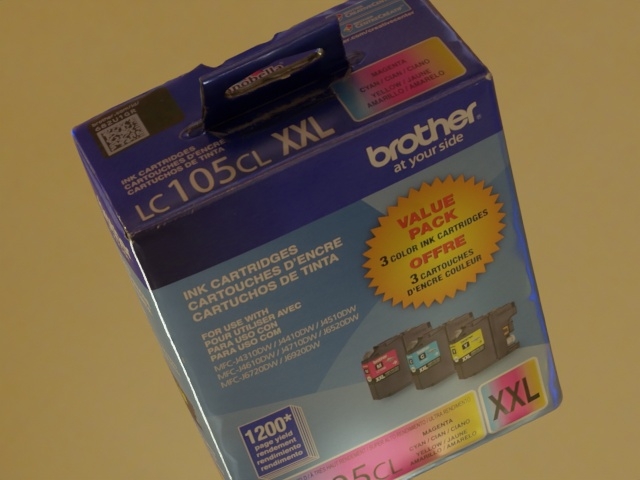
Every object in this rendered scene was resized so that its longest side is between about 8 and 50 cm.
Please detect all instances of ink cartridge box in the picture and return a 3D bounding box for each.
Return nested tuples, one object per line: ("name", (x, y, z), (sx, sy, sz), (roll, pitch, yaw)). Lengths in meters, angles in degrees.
("ink cartridge box", (0.000, 0.000, 1.288), (0.151, 0.270, 0.395), (56, 168, 49))
